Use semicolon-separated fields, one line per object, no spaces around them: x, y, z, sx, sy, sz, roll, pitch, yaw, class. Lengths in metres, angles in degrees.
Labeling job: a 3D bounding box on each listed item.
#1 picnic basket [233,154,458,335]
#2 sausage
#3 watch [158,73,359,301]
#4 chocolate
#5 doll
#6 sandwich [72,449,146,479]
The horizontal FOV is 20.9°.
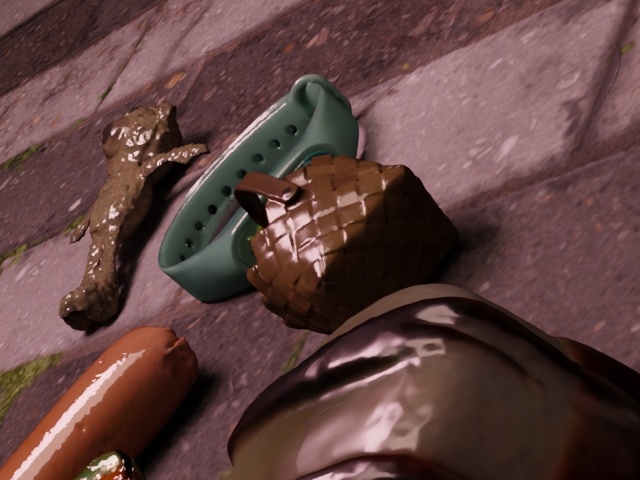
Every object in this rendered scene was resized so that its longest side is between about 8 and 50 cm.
0.000;0.000;1.351;0.178;0.128;0.138;20;65;47;picnic basket
-0.212;0.190;1.462;0.289;0.086;0.086;-51;23;-7;sausage
-0.051;-0.046;1.605;0.237;0.068;0.195;-51;21;-3;watch
0.058;0.140;0.955;0.284;0.186;0.283;-36;25;20;chocolate
-0.219;-0.028;1.848;0.203;0.091;0.285;-22;41;65;doll
-0.162;0.261;1.284;0.159;0.079;0.235;-23;34;24;sandwich
